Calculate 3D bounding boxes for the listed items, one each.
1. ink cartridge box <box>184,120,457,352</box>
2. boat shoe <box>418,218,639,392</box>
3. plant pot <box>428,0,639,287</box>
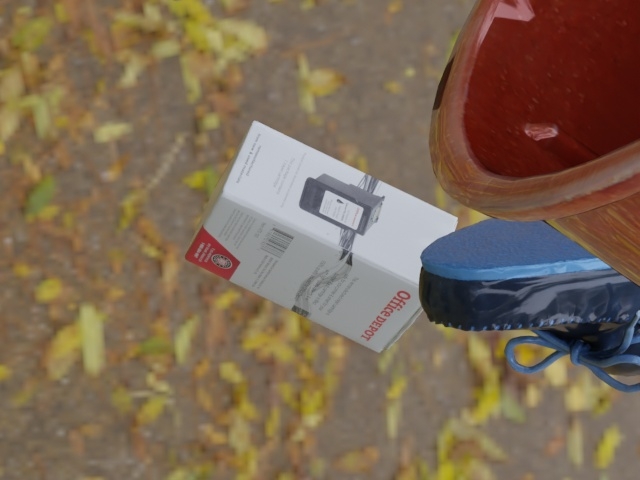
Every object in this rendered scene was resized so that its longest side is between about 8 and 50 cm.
[{"bbox_3d":[0.000,0.000,1.294,0.150,0.109,0.063,25,61,-6],"label":"ink cartridge box"},{"bbox_3d":[0.163,0.033,1.016,0.258,0.109,0.089,-4,108,-31],"label":"boat shoe"},{"bbox_3d":[0.214,-0.033,0.488,0.265,0.272,0.272,40,52,-15],"label":"plant pot"}]
